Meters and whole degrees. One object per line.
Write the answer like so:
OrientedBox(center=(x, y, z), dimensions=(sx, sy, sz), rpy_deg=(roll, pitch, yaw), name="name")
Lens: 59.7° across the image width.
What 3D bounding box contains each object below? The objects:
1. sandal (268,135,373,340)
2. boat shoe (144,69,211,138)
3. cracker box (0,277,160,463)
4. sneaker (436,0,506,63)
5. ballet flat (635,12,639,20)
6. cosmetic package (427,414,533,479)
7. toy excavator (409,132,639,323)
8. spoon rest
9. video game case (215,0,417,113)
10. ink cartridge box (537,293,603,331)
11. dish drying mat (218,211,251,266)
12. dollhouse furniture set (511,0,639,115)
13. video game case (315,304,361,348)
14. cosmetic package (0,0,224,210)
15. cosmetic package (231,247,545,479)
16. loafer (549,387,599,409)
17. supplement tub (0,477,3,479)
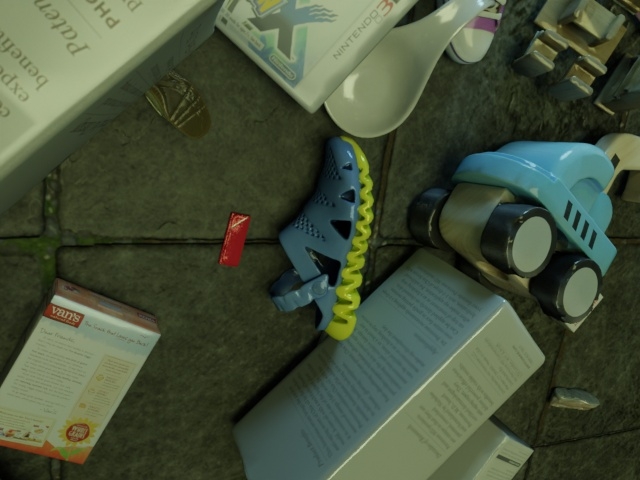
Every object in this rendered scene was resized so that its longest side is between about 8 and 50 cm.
OrientedBox(center=(0.000, 0.000, 0.847), dimensions=(0.138, 0.126, 0.318), rpy_deg=(6, 102, -7), name="sandal")
OrientedBox(center=(-0.205, -0.198, 0.734), dimensions=(0.056, 0.048, 0.153), rpy_deg=(-51, 125, -7), name="boat shoe")
OrientedBox(center=(-0.355, 0.188, 0.792), dimensions=(0.155, 0.067, 0.232), rpy_deg=(30, 96, -29), name="cracker box")
OrientedBox(center=(0.254, -0.393, 0.786), dimensions=(0.102, 0.161, 0.282), rpy_deg=(-4, 111, -23), name="sneaker")
OrientedBox(center=(0.602, -0.402, 0.973), dimensions=(0.221, 0.079, 0.077), rpy_deg=(27, 96, -28), name="ballet flat")
OrientedBox(center=(0.202, 0.371, 0.989), dimensions=(0.225, 0.224, 0.138), rpy_deg=(-52, 133, 2), name="cosmetic package")
OrientedBox(center=(0.441, -0.082, 0.964), dimensions=(0.432, 0.222, 0.445), rpy_deg=(36, 83, -30), name="toy excavator")
OrientedBox(center=(0.121, -0.260, 0.784), dimensions=(0.276, 0.084, 0.137), rpy_deg=(-39, 98, 16), name="spoon rest")
OrientedBox(center=(-0.028, -0.375, 0.683), dimensions=(0.329, 0.036, 0.300), rpy_deg=(39, 105, -21), name="video game case")
OrientedBox(center=(0.490, 0.105, 1.121), dimensions=(0.135, 0.056, 0.099), rpy_deg=(40, 90, -28), name="ink cartridge box")
OrientedBox(center=(-0.131, -0.001, 0.851), dimensions=(0.032, 0.008, 0.083), rpy_deg=(10, 104, -26), name="dish drying mat")
OrientedBox(center=(0.466, -0.326, 0.937), dimensions=(0.242, 0.161, 0.212), rpy_deg=(31, 95, -6), name="dollhouse furniture set")
OrientedBox(center=(0.078, 0.204, 1.005), dimensions=(0.190, 0.022, 0.173), rpy_deg=(16, 101, -28), name="video game case")
OrientedBox(center=(-0.334, -0.209, 0.482), dimensions=(0.393, 0.329, 0.327), rpy_deg=(-41, 109, -3), name="cosmetic package")
OrientedBox(center=(0.096, 0.249, 0.885), dimensions=(0.453, 0.230, 0.161), rpy_deg=(-43, 120, -3), name="cosmetic package")
OrientedBox(center=(0.570, 0.361, 1.259), dimensions=(0.125, 0.045, 0.039), rpy_deg=(14, 119, -20), name="loafer")
OrientedBox(center=(-0.479, 0.457, 0.765), dimensions=(0.193, 0.193, 0.316), rpy_deg=(-27, 116, -12), name="supplement tub")
